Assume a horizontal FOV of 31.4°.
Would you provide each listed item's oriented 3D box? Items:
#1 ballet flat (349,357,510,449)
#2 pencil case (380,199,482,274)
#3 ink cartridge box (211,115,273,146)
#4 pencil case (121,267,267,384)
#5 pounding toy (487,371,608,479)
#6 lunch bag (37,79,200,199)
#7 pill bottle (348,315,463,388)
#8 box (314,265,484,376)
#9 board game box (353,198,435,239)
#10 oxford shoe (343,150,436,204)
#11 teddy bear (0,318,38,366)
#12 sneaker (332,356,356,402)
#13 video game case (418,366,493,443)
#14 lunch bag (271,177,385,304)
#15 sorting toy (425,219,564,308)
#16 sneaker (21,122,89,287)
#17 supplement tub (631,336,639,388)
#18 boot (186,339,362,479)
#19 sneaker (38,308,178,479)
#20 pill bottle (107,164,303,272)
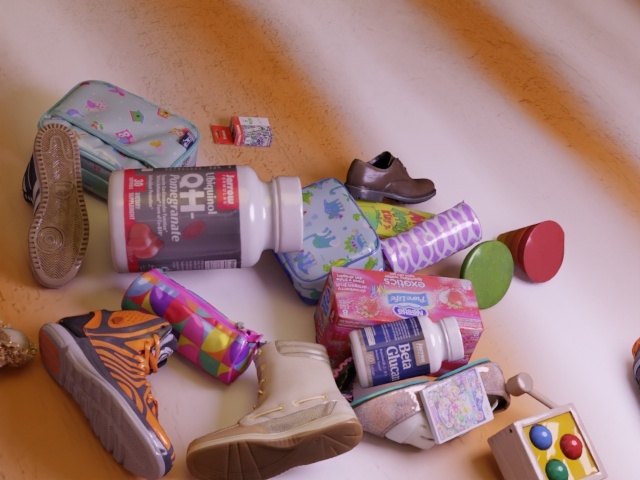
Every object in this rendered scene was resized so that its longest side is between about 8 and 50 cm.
[{"bbox_3d":[0.182,0.269,1.811,0.316,0.107,0.106,-13,65,-31],"label":"ballet flat"},{"bbox_3d":[0.194,0.001,2.088,0.206,0.086,0.088,-22,42,-12],"label":"pencil case"},{"bbox_3d":[-0.158,-0.221,2.299,0.115,0.029,0.063,1,43,-19],"label":"ink cartridge box"},{"bbox_3d":[-0.204,0.133,1.826,0.236,0.104,0.104,30,41,16],"label":"pencil case"},{"bbox_3d":[0.362,0.296,1.795,0.181,0.094,0.206,-12,69,-31],"label":"pounding toy"},{"bbox_3d":[-0.370,-0.173,2.103,0.279,0.108,0.224,26,40,8],"label":"lunch bag"},{"bbox_3d":[0.136,0.171,1.797,0.169,0.094,0.094,-13,45,-2],"label":"pill bottle"},{"bbox_3d":[0.128,0.138,1.915,0.256,0.128,0.123,6,41,-14],"label":"box"},{"bbox_3d":[0.129,-0.024,2.166,0.181,0.043,0.092,11,40,-8],"label":"board game box"},{"bbox_3d":[0.147,-0.122,2.217,0.227,0.096,0.082,3,12,-43],"label":"oxford shoe"},{"bbox_3d":[-0.576,0.181,1.649,0.245,0.113,0.338,31,33,4],"label":"teddy bear"},{"bbox_3d":[0.037,0.235,1.836,0.057,0.047,0.119,39,59,14],"label":"sneaker"},{"bbox_3d":[0.213,0.257,1.780,0.122,0.011,0.087,-16,86,-36],"label":"video game case"},{"bbox_3d":[0.000,0.000,2.027,0.176,0.090,0.219,-25,50,-9],"label":"lunch bag"},{"bbox_3d":[0.292,0.044,2.129,0.365,0.127,0.126,-20,23,-33],"label":"sorting toy"},{"bbox_3d":[-0.458,-0.043,1.951,0.099,0.153,0.282,3,72,-21],"label":"sneaker"},{"bbox_3d":[0.614,0.250,1.971,0.117,0.117,0.190,4,42,-15],"label":"supplement tub"},{"bbox_3d":[-0.088,0.252,1.726,0.261,0.095,0.203,-13,41,-9],"label":"boot"},{"bbox_3d":[-0.270,0.204,1.700,0.180,0.125,0.321,-20,53,-35],"label":"sneaker"},{"bbox_3d":[-0.192,-0.038,1.922,0.318,0.176,0.176,-3,43,-6],"label":"pill bottle"}]
